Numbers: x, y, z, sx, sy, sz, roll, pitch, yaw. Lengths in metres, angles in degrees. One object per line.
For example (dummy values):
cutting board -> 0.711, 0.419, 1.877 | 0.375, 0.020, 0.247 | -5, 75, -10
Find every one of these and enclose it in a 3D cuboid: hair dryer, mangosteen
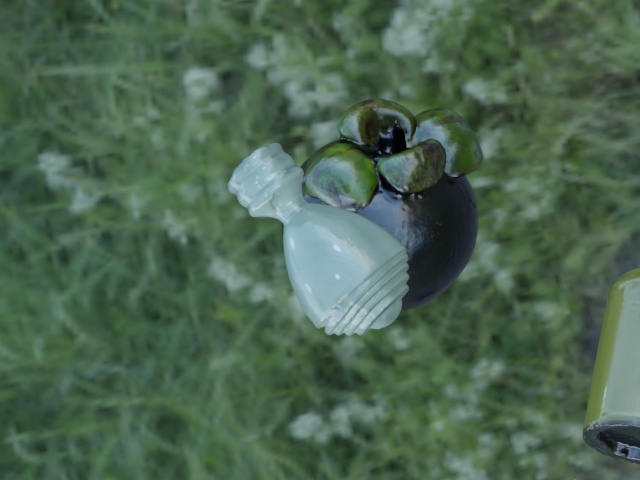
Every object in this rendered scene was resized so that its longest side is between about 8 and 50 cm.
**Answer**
hair dryer -> 0.276, 0.064, 1.194 | 0.279, 0.090, 0.135 | 123, 164, -67
mangosteen -> 0.067, -0.035, 1.779 | 0.243, 0.243, 0.243 | 18, 114, 49

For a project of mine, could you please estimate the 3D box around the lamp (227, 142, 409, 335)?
lamp -> 0.000, 0.000, 1.475 | 0.193, 0.106, 0.106 | 49, 137, 7

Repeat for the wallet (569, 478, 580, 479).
wallet -> 0.318, 0.415, 2.098 | 0.161, 0.042, 0.196 | -101, 20, -76
